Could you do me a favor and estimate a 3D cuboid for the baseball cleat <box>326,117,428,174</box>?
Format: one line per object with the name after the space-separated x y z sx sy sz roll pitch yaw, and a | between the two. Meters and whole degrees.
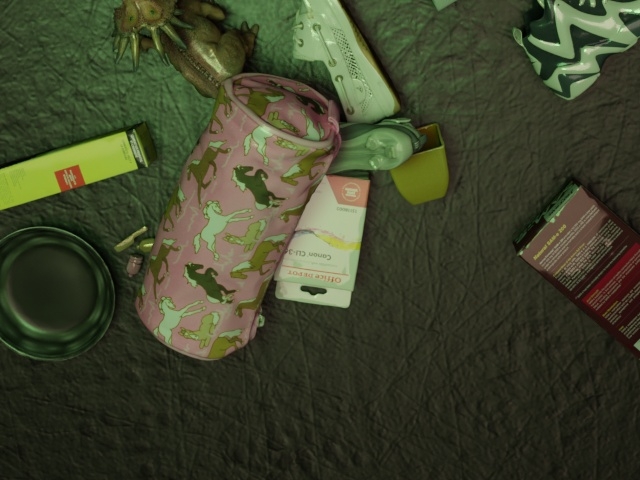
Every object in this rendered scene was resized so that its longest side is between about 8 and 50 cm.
0.045 -0.126 1.691 0.206 0.109 0.072 10 113 34 | baseball cleat

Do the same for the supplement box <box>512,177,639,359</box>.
0.396 0.041 1.753 0.239 0.073 0.130 41 101 -7 | supplement box

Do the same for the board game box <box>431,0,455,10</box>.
0.225 -0.463 1.597 0.303 0.097 0.224 -28 123 8 | board game box

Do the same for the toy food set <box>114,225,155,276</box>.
-0.233 0.038 1.811 0.078 0.019 0.122 -34 108 7 | toy food set

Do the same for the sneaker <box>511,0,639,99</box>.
0.349 -0.315 1.663 0.153 0.094 0.235 40 112 -15 | sneaker

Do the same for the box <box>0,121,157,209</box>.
-0.346 -0.100 1.750 0.232 0.087 0.058 -16 102 5 | box

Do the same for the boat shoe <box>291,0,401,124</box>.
0.003 -0.269 1.688 0.096 0.098 0.277 -29 102 10 | boat shoe

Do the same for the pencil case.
-0.108 -0.030 1.660 0.160 0.167 0.386 47 127 33 | pencil case

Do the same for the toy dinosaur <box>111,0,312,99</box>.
-0.160 -0.245 1.649 0.295 0.200 0.127 34 102 -6 | toy dinosaur

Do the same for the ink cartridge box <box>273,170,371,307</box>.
0.000 0.000 1.765 0.115 0.067 0.198 8 103 1 | ink cartridge box

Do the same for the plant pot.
0.135 -0.098 1.734 0.081 0.081 0.083 -15 118 6 | plant pot

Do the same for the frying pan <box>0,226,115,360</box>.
-0.422 0.125 1.822 0.197 0.053 0.326 34 104 -5 | frying pan
